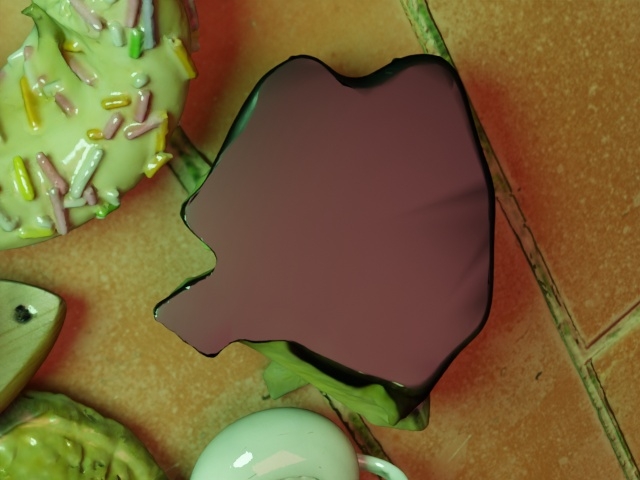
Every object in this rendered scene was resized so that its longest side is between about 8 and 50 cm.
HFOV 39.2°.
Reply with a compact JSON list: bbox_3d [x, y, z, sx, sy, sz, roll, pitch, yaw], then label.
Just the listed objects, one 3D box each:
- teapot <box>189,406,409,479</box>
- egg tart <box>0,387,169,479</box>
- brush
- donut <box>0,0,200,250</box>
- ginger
[{"bbox_3d":[-0.039,0.292,1.052,0.298,0.139,0.204,-7,118,-17],"label":"teapot"},{"bbox_3d":[-0.340,0.376,0.920,0.443,0.178,0.443,-7,107,-25],"label":"egg tart"},{"bbox_3d":[-0.354,0.096,0.814,0.266,0.166,0.174,-26,79,-28],"label":"brush"},{"bbox_3d":[-0.269,-0.127,0.780,0.371,0.150,0.307,-31,142,-13],"label":"donut"},{"bbox_3d":[0.000,0.000,0.991,0.358,0.211,0.414,5,94,-14],"label":"ginger"}]
